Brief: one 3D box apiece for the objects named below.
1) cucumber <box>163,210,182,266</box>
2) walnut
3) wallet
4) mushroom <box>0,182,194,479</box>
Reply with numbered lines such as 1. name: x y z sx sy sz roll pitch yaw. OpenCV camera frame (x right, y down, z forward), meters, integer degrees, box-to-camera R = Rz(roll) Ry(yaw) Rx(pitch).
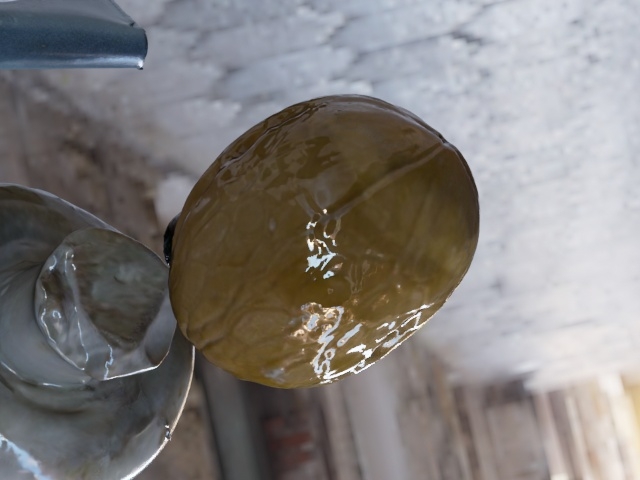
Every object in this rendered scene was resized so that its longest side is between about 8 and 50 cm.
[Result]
1. cucumber: -0.100 -0.002 1.460 0.034 0.033 0.135 11 162 0
2. walnut: 0.000 0.000 1.188 0.197 0.165 0.165 -45 161 20
3. wallet: -0.315 -0.217 1.812 0.251 0.054 0.290 -2 -157 -23
4. mushroom: -0.232 0.073 1.675 0.297 0.297 0.290 -8 157 -35
